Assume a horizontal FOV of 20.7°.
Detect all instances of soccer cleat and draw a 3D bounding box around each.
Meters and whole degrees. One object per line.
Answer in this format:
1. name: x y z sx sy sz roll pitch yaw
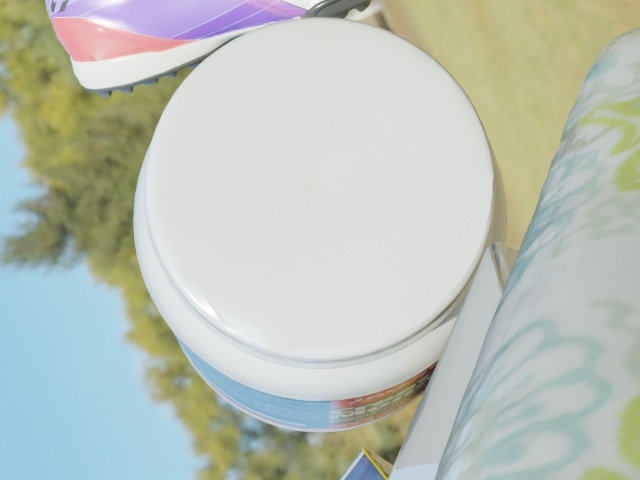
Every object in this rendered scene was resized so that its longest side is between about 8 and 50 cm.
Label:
1. soccer cleat: -0.053 -0.210 1.286 0.108 0.318 0.116 -86 -25 -61

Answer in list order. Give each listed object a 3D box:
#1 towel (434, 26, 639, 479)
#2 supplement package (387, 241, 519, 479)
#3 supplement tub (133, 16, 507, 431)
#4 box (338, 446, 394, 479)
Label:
1. towel: 0.221 0.070 0.403 0.320 0.374 0.090 -57 -17 -62
2. supplement package: 0.177 0.150 0.715 0.293 0.177 0.175 19 -163 -6
3. supplement tub: 0.000 0.000 0.959 0.272 0.191 0.191 89 156 -79
4. box: 0.051 0.179 0.973 0.054 0.059 0.169 36 -177 -21
